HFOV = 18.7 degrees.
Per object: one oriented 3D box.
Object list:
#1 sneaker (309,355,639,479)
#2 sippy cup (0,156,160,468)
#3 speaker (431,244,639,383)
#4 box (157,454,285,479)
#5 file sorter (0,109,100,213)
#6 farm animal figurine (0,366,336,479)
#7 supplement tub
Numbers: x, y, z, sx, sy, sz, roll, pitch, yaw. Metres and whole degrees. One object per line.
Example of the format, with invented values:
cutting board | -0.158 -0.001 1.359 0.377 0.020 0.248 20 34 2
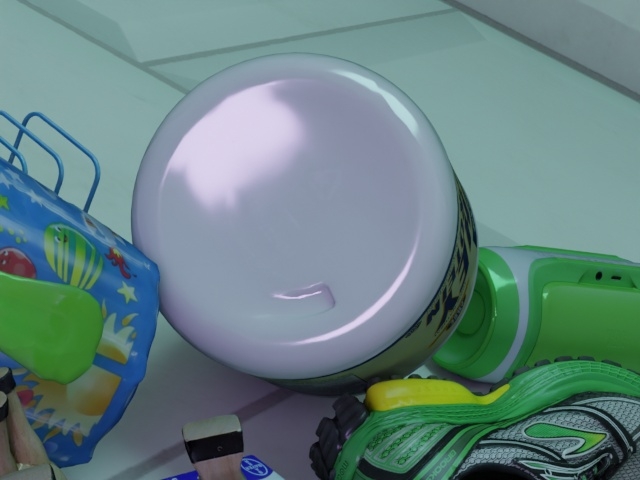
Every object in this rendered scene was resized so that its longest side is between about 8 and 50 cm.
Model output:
sneaker | 0.161 0.187 1.505 0.343 0.134 0.146 -4 39 -35
sippy cup | -0.238 0.044 1.298 0.224 0.240 0.305 25 27 -25
speaker | 0.236 0.076 1.827 0.296 0.131 0.131 7 26 -38
box | -0.046 0.213 1.263 0.137 0.072 0.126 35 24 28
file sorter | -0.287 -0.045 1.612 0.118 0.104 0.170 37 25 34
farm animal figurine | -0.139 0.198 1.024 0.326 0.172 0.330 -7 27 12
supplement tub | 0.000 0.000 1.502 0.235 0.235 0.325 27 -3 11
